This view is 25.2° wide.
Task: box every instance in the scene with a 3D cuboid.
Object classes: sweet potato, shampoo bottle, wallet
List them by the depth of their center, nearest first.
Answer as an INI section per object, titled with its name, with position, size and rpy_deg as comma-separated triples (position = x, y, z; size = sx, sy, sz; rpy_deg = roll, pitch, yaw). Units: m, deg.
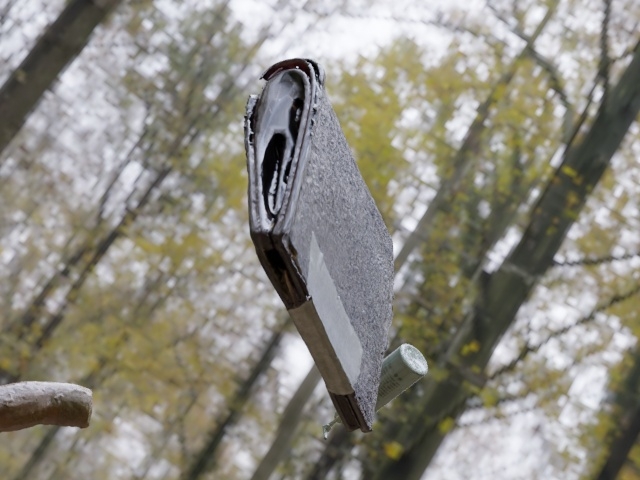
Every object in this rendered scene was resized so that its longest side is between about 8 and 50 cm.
[wallet]
position = 0.000, 0.000, 1.195
size = 0.071, 0.262, 0.221
rpy_deg = -14, -55, 12
[sweet potato]
position = -0.455, 0.206, 1.698
size = 0.385, 0.109, 0.109
rpy_deg = -6, -10, -22
[shampoo bottle]
position = 0.071, 0.224, 2.092
size = 0.056, 0.056, 0.195
rpy_deg = 40, -60, -17
